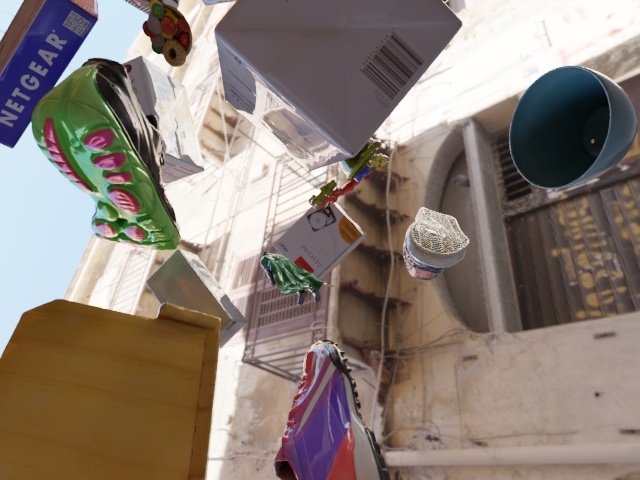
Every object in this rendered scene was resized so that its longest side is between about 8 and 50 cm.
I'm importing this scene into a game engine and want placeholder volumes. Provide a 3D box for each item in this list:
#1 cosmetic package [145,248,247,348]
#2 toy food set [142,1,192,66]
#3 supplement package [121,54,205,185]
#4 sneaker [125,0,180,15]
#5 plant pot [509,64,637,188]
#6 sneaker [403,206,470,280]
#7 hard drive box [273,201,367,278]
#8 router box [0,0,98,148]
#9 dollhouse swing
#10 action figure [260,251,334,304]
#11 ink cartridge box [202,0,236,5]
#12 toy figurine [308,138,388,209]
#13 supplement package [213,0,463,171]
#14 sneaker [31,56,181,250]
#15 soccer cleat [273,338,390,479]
[{"bbox_3d":[-0.286,0.140,1.034,0.231,0.117,0.085,48,-175,22],"label":"cosmetic package"},{"bbox_3d":[-0.233,-0.316,0.689,0.083,0.083,0.020,38,-139,-4],"label":"toy food set"},{"bbox_3d":[-0.443,-0.303,1.187,0.204,0.145,0.261,14,-120,-75],"label":"supplement package"},{"bbox_3d":[-0.425,-0.602,1.073,0.186,0.069,0.083,31,-95,-9],"label":"sneaker"},{"bbox_3d":[0.656,-0.275,1.128,0.196,0.290,0.290,-3,-108,-22],"label":"plant pot"},{"bbox_3d":[0.242,0.034,0.998,0.350,0.131,0.148,-36,-35,-68],"label":"sneaker"},{"bbox_3d":[0.000,0.000,1.420,0.181,0.232,0.089,47,-170,12],"label":"hard drive box"},{"bbox_3d":[-0.588,-0.405,0.929,0.082,0.335,0.301,27,-152,-44],"label":"router box"},{"bbox_3d":[-0.331,0.307,0.736,0.305,0.315,0.346,5,-137,-12],"label":"dollhouse swing"},{"bbox_3d":[-0.087,0.084,1.132,0.137,0.232,0.063,0,-67,-36],"label":"action figure"},{"bbox_3d":[-0.213,-0.647,0.875,0.273,0.115,0.198,59,-137,-53],"label":"ink cartridge box"},{"bbox_3d":[0.005,-0.206,0.964,0.217,0.191,0.362,54,-172,1],"label":"toy figurine"},{"bbox_3d":[-0.002,-0.211,0.555,0.175,0.177,0.293,40,179,-11],"label":"supplement package"},{"bbox_3d":[-0.350,-0.126,0.849,0.185,0.482,0.202,12,-119,-5],"label":"sneaker"},{"bbox_3d":[-0.004,0.222,0.535,0.318,0.117,0.108,-116,14,-69],"label":"soccer cleat"}]
